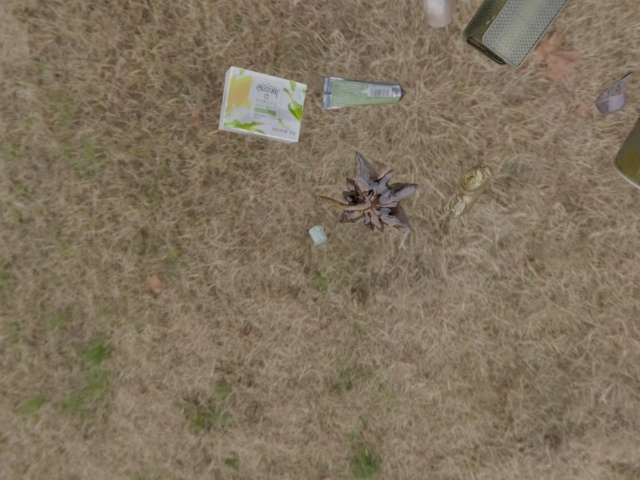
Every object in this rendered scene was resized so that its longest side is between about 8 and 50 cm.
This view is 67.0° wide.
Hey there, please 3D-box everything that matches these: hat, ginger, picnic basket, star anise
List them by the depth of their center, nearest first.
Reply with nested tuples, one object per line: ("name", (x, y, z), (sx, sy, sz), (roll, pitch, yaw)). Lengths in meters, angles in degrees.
("hat", (0.510, -0.247, 0.831), (0.058, 0.087, 0.042), (-35, 77, -13))
("ginger", (0.401, -0.144, 1.292), (0.074, 0.137, 0.213), (32, 151, 17))
("picnic basket", (0.563, -0.651, 1.394), (0.165, 0.139, 0.267), (26, 112, -22))
("star anise", (0.156, -0.130, 1.598), (0.349, 0.109, 0.293), (33, 121, 9))

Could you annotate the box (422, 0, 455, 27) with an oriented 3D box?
("box", (0.363, -0.754, 1.471), (0.088, 0.146, 0.201), (4, 78, 24))

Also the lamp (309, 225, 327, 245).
("lamp", (0.000, 0.000, 1.600), (0.050, 0.198, 0.056), (-33, 77, 0))

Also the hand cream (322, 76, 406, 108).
("hand cream", (0.121, -0.408, 1.333), (0.234, 0.055, 0.087), (-4, 121, -12))

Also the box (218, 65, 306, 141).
("box", (-0.194, -0.443, 1.605), (0.260, 0.111, 0.195), (6, 95, -19))

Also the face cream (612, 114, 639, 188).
("face cream", (0.397, -0.188, 0.477), (0.067, 0.139, 0.285), (24, 119, 13))
